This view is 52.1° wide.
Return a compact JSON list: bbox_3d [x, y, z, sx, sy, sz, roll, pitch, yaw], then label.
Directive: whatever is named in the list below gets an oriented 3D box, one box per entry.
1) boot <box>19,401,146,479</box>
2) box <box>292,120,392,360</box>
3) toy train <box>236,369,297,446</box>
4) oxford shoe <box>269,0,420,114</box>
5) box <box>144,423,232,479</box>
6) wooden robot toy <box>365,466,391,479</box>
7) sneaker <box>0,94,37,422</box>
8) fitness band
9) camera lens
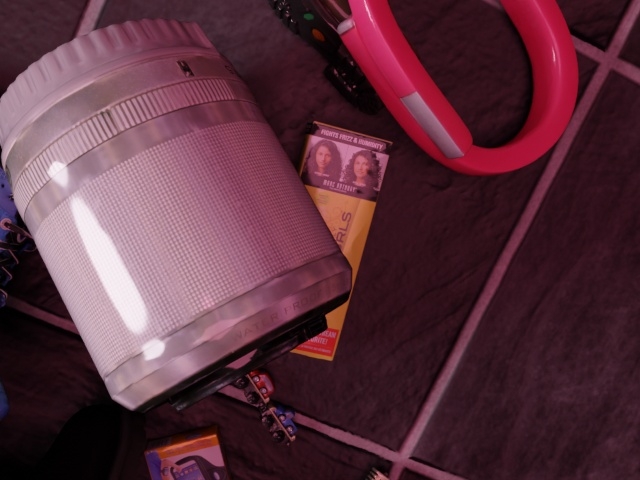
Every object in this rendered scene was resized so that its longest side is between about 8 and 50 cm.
[{"bbox_3d":[-0.320,0.238,0.552,0.260,0.348,0.131,37,131,-16],"label":"boot"},{"bbox_3d":[0.000,0.000,0.675,0.087,0.058,0.232,15,99,-8],"label":"box"},{"bbox_3d":[-0.069,0.157,0.714,0.036,0.027,0.158,-33,101,-10],"label":"toy train"},{"bbox_3d":[0.011,-0.238,0.633,0.096,0.083,0.227,-43,104,-13],"label":"oxford shoe"},{"bbox_3d":[-0.138,0.280,0.728,0.081,0.028,0.136,-13,99,-3],"label":"box"},{"bbox_3d":[0.004,0.318,0.730,0.079,0.076,0.173,39,94,1],"label":"wooden robot toy"},{"bbox_3d":[-0.310,0.000,0.582,0.147,0.130,0.329,-10,80,-22],"label":"sneaker"},{"bbox_3d":[0.134,-0.196,0.618,0.209,0.054,0.291,-46,109,-22],"label":"fitness band"},{"bbox_3d":[-0.119,-0.012,0.554,0.219,0.219,0.274,-29,83,0],"label":"camera lens"}]
